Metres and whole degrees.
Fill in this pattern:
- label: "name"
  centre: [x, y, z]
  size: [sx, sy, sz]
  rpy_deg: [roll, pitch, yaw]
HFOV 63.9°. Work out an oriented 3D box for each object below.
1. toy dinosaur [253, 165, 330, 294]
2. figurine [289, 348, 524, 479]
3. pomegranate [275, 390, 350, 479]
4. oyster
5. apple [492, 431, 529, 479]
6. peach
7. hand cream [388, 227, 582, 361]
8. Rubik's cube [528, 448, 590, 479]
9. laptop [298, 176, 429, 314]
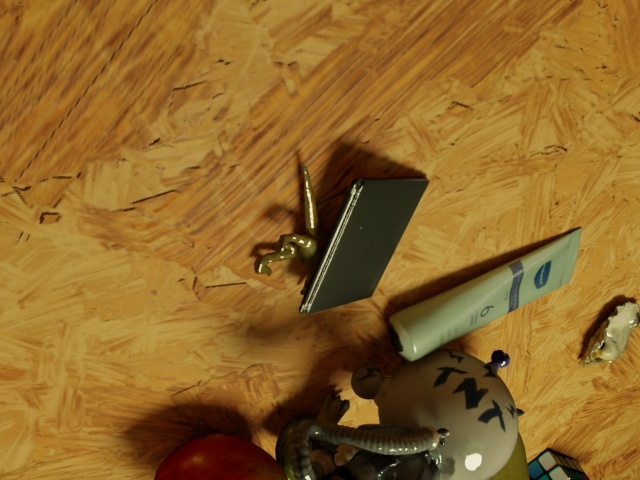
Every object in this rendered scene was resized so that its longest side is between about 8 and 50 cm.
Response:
- label: "toy dinosaur"
  centre: [0.000, 0.000, 0.583]
  size: [0.127, 0.039, 0.161]
  rpy_deg: [7, 119, -39]
- label: "figurine"
  centre: [0.132, 0.278, 0.679]
  size: [0.382, 0.261, 0.186]
  rpy_deg: [-26, 167, -42]
- label: "pomegranate"
  centre: [-0.002, 0.294, 0.761]
  size: [0.115, 0.115, 0.142]
  rpy_deg: [33, 78, -37]
- label: "oyster"
  centre: [0.525, 0.168, 0.917]
  size: [0.122, 0.045, 0.146]
  rpy_deg: [-24, 123, -1]
- label: "apple"
  centre: [0.217, 0.497, 1.009]
  size: [0.361, 0.312, 0.319]
  rpy_deg: [9, 76, -30]
- label: "peach"
  centre: [-0.139, 0.358, 0.691]
  size: [0.193, 0.190, 0.190]
  rpy_deg: [17, 118, -12]
- label: "hand cream"
  centre: [0.241, 0.079, 0.740]
  size: [0.321, 0.067, 0.109]
  rpy_deg: [-23, 130, -15]
- label: "Rubik's cube"
  centre: [0.546, 0.598, 1.177]
  size: [0.154, 0.155, 0.151]
  rpy_deg: [32, 110, -36]
- label: "laptop"
  centre: [0.050, 0.005, 0.593]
  size: [0.129, 0.016, 0.180]
  rpy_deg: [-8, 131, -45]
